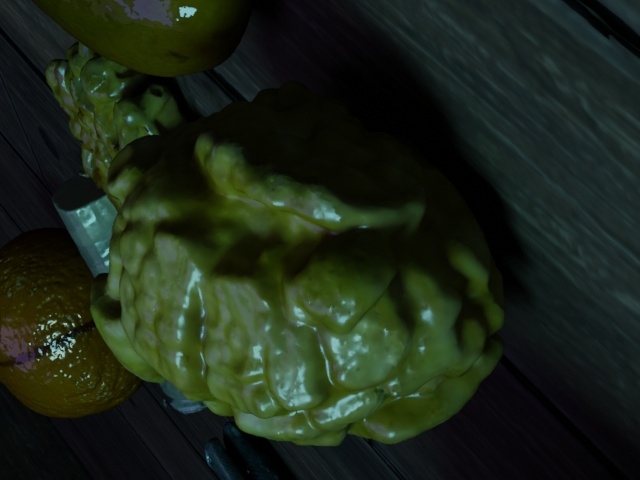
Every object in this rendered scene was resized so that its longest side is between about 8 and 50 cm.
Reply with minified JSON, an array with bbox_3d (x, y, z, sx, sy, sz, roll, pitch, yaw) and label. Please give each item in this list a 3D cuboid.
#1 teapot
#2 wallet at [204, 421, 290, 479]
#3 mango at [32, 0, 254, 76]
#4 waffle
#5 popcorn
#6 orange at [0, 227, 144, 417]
[{"bbox_3d":[-0.133,0.033,1.310,0.200,0.077,0.107,64,168,-24],"label":"teapot"},{"bbox_3d":[0.007,0.336,1.487,0.342,0.075,0.237,51,167,21],"label":"wallet"},{"bbox_3d":[-0.101,-0.145,0.842,0.178,0.090,0.115,44,154,19],"label":"mango"},{"bbox_3d":[-0.103,-0.024,1.142,0.253,0.056,0.249,51,163,17],"label":"waffle"},{"bbox_3d":[-0.018,0.004,0.740,0.194,0.163,0.140,-123,26,-52],"label":"popcorn"},{"bbox_3d":[-0.245,0.080,1.593,0.193,0.161,0.193,47,164,19],"label":"orange"}]
